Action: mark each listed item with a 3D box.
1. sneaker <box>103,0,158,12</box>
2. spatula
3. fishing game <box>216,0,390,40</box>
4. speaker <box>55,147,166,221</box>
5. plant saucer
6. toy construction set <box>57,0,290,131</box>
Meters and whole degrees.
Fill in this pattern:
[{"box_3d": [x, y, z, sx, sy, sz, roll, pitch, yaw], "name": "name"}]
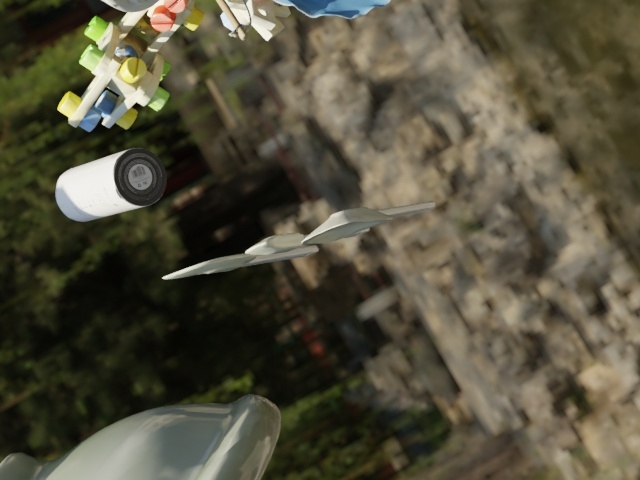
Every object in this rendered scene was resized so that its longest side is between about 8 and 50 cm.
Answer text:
[{"box_3d": [-0.177, -0.328, 1.181, 0.161, 0.102, 0.282, 42, 133, 41], "name": "sneaker"}, {"box_3d": [0.000, 0.000, 1.273, 0.242, 0.168, 0.019, -7, -103, -66], "name": "spatula"}, {"box_3d": [0.005, -0.289, 1.475, 0.041, 0.264, 0.189, 101, 147, -57], "name": "fishing game"}, {"box_3d": [-0.198, -0.050, 1.465, 0.136, 0.055, 0.055, -11, 112, 58], "name": "speaker"}, {"box_3d": [-0.175, 0.214, 0.758, 0.100, 0.400, 0.400, 39, 179, -2], "name": "plant saucer"}, {"box_3d": [-0.186, -0.278, 1.972, 0.151, 0.328, 0.215, 45, -145, -27], "name": "toy construction set"}]
